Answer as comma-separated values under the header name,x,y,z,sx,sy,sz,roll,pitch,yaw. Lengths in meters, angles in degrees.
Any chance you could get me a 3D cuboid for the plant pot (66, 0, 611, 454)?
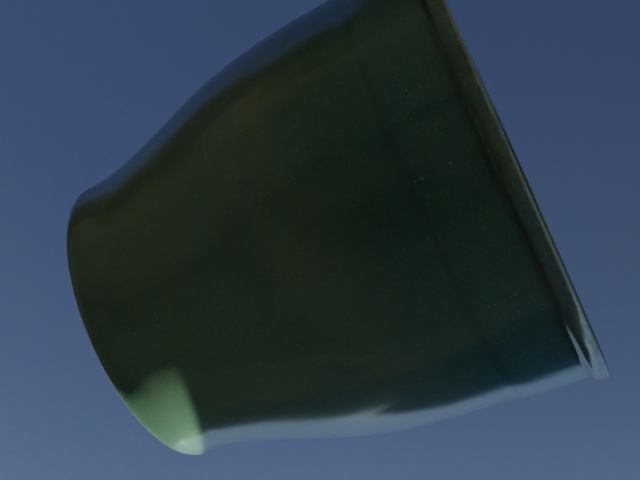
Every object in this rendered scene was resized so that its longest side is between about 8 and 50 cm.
name,x,y,z,sx,sy,sz,roll,pitch,yaw
plant pot,0.000,0.000,0.624,0.255,0.271,0.272,-23,-91,12
